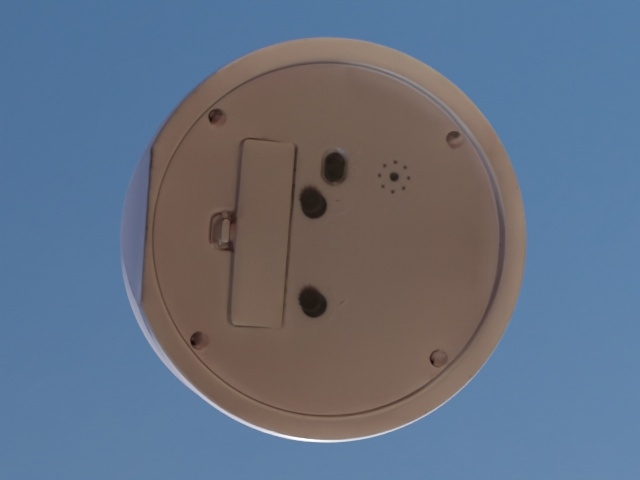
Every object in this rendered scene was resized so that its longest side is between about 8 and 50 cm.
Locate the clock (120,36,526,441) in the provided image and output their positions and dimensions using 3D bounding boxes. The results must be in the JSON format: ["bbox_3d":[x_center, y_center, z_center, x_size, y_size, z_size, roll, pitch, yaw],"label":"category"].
[{"bbox_3d":[0.000,0.000,0.933,0.197,0.068,0.196,0,-91,-10],"label":"clock"}]
